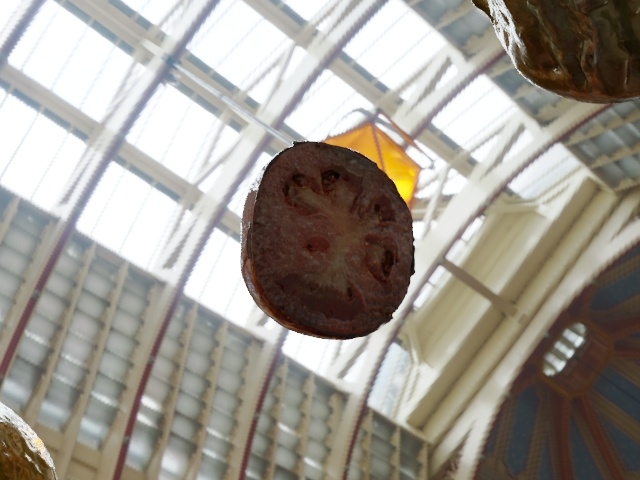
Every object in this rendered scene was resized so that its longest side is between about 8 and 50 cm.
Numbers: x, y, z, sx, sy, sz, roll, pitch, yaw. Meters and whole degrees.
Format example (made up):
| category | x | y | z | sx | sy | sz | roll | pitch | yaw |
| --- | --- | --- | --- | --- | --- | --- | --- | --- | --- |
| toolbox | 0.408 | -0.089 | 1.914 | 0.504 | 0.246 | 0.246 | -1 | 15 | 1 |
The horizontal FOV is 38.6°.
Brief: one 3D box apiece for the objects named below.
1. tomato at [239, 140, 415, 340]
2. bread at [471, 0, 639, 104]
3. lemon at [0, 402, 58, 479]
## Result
| category | x | y | z | sx | sy | sz | roll | pitch | yaw |
| --- | --- | --- | --- | --- | --- | --- | --- | --- | --- |
| tomato | -0.001 | 0.002 | 1.015 | 0.225 | 0.085 | 0.225 | 6 | -103 | -28 |
| bread | 0.215 | -0.194 | 0.673 | 0.204 | 0.262 | 0.163 | 51 | -124 | -36 |
| lemon | -0.282 | 0.196 | 0.649 | 0.188 | 0.256 | 0.188 | -7 | -78 | -36 |
